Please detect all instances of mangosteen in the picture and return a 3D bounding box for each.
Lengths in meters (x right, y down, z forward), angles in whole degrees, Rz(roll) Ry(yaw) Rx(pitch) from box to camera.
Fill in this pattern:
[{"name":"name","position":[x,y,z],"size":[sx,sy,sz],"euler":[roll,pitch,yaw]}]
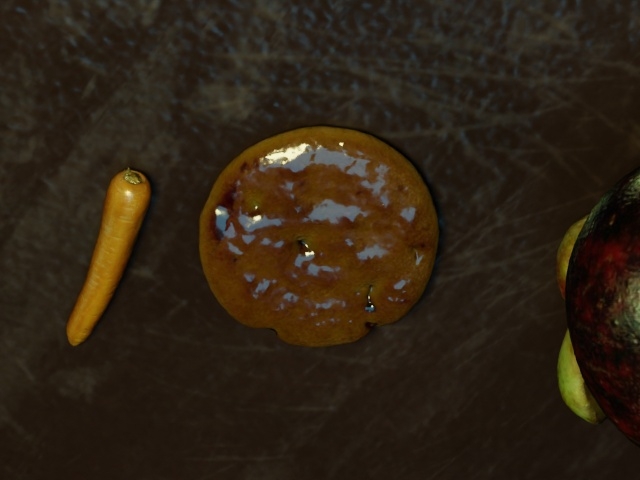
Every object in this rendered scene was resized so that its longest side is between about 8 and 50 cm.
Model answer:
[{"name":"mangosteen","position":[0.315,0.054,1.415],"size":[0.288,0.288,0.288],"euler":[-1,122,-2]}]

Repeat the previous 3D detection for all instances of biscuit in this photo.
[{"name":"biscuit","position":[0.000,0.000,1.485],"size":[0.212,0.036,0.212],"euler":[-2,122,-3]}]

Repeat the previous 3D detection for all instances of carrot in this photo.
[{"name":"carrot","position":[-0.181,0.022,1.491],"size":[0.037,0.037,0.190],"euler":[15,122,-12]}]
